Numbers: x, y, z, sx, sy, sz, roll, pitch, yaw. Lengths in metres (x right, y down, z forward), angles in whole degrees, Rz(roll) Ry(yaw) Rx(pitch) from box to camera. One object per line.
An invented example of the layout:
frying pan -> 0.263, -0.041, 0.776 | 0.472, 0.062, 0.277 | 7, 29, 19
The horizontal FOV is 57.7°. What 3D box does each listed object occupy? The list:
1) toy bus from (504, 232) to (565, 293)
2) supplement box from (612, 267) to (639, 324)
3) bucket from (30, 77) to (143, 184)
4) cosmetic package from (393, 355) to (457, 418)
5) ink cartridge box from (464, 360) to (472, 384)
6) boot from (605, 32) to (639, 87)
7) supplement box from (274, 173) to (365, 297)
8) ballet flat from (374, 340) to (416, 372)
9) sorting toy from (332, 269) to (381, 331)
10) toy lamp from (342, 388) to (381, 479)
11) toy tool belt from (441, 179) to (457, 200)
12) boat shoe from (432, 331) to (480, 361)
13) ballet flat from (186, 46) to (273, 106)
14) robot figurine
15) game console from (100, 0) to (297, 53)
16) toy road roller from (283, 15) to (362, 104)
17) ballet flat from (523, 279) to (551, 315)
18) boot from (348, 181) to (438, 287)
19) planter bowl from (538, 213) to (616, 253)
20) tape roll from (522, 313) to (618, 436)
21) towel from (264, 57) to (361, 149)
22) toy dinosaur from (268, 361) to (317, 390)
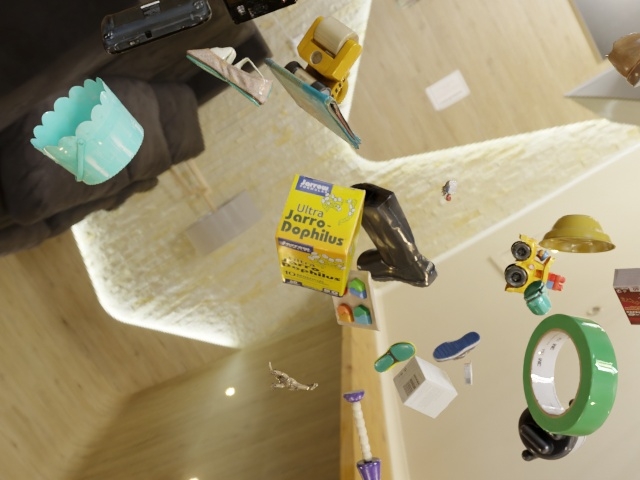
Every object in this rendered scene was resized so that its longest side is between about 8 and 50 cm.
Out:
toy bus -> 0.795, 0.100, 2.139 | 0.211, 0.221, 0.149 | 14, -173, 17
supplement box -> 1.044, 0.184, 1.875 | 0.130, 0.239, 0.073 | -6, -131, 41
bucket -> -0.665, -0.308, 1.677 | 0.281, 0.183, 0.281 | -19, -134, 21
cosmetic package -> 0.427, 0.601, 2.383 | 0.151, 0.183, 0.151 | -51, -154, 16
ink cartridge box -> 0.604, 0.539, 2.376 | 0.029, 0.063, 0.115 | -4, -171, 15
boot -> 0.819, -0.479, 1.408 | 0.305, 0.115, 0.112 | -27, 152, -24
supplement box -> 0.000, 0.000, 1.635 | 0.357, 0.194, 0.195 | 89, 16, -66
ballet flat -> 0.286, 0.423, 2.176 | 0.077, 0.077, 0.231 | -32, 171, -47
sorting toy -> 0.098, 0.187, 1.829 | 0.038, 0.193, 0.208 | -20, -166, -37
toy lamp -> 0.130, 0.597, 1.763 | 0.080, 0.275, 0.080 | -10, 173, -1
toy tool belt -> 0.468, -0.183, 2.127 | 0.051, 0.052, 0.083 | 6, -104, 68
boat shoe -> 0.470, 0.381, 1.999 | 0.183, 0.066, 0.066 | -20, -134, -11
ballet flat -> -0.277, -0.540, 1.828 | 0.106, 0.316, 0.107 | -55, 171, 3
robot figurine -> 0.723, 0.586, 1.801 | 0.209, 0.174, 0.278 | -17, 160, 33
game console -> -0.226, -0.433, 1.054 | 0.361, 0.044, 0.213 | -20, -133, -3
toy road roller -> 0.029, -0.660, 2.228 | 0.330, 0.202, 0.240 | -54, 156, 17
ballet flat -> 0.718, 0.197, 1.912 | 0.083, 0.087, 0.247 | -34, 175, 22
boot -> 0.195, -0.021, 2.125 | 0.366, 0.445, 0.146 | 5, -123, 42
planter bowl -> 0.782, -0.026, 1.770 | 0.217, 0.091, 0.217 | 7, 169, 1
tape roll -> 0.669, 0.363, 1.583 | 0.077, 0.322, 0.321 | 8, -174, -10
towel -> -0.025, -0.477, 1.998 | 0.040, 0.271, 0.370 | -46, -126, 0
toy dinosaur -> -0.098, 0.375, 1.554 | 0.183, 0.092, 0.053 | 15, -97, 36
